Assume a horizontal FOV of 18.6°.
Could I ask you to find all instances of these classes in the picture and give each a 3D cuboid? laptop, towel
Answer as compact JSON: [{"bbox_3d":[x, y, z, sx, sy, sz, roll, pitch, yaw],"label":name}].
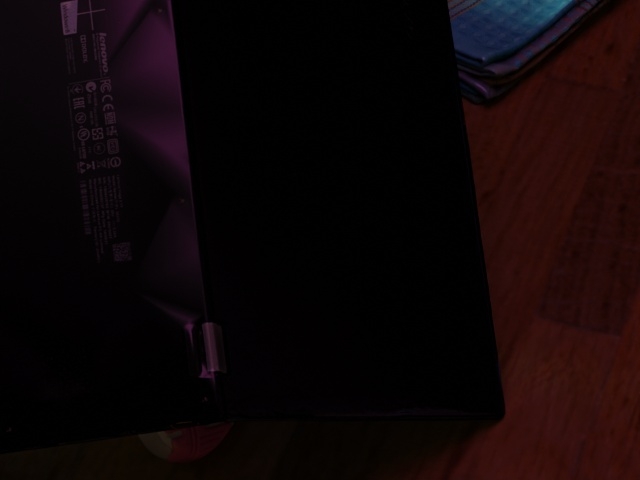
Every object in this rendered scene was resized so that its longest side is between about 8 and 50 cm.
[{"bbox_3d":[-0.115,-0.052,1.276,0.408,0.236,0.382,-9,78,8],"label":"laptop"},{"bbox_3d":[0.157,-0.277,1.679,0.271,0.040,0.370,33,55,29],"label":"towel"}]

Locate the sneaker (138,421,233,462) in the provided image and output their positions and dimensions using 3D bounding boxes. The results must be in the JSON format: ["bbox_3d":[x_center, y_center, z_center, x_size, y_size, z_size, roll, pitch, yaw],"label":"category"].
[{"bbox_3d":[-0.127,0.044,1.347,0.103,0.111,0.252,13,51,-43],"label":"sneaker"}]
